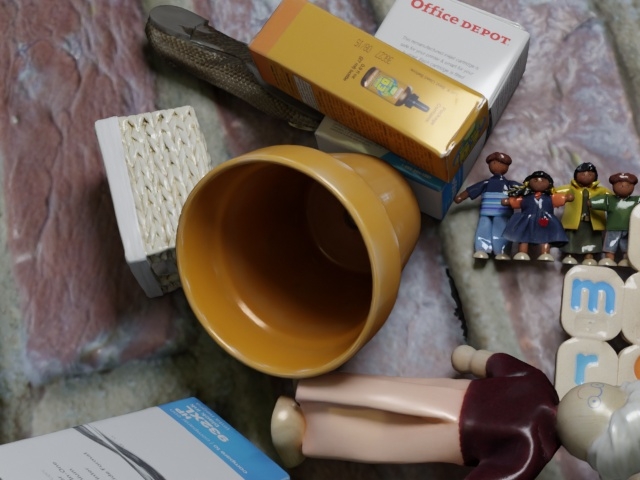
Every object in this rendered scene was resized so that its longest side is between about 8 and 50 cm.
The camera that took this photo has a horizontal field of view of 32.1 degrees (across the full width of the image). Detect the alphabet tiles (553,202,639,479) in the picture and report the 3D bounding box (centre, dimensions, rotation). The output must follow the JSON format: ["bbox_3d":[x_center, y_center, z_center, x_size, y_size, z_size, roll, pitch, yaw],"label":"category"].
[{"bbox_3d":[0.364,0.106,1.044,0.284,0.021,0.277,6,80,2],"label":"alphabet tiles"}]

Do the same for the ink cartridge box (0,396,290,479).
[{"bbox_3d":[-0.187,0.263,0.881,0.129,0.307,0.223,38,104,19],"label":"ink cartridge box"}]

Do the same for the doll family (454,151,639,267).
[{"bbox_3d":[0.232,-0.033,1.112,0.193,0.076,0.111,4,88,3],"label":"doll family"}]

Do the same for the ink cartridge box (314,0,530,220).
[{"bbox_3d":[0.109,-0.147,1.167,0.148,0.086,0.203,27,74,17],"label":"ink cartridge box"}]

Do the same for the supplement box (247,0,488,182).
[{"bbox_3d":[0.047,-0.149,1.089,0.233,0.080,0.078,32,77,20],"label":"supplement box"}]

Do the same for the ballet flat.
[{"bbox_3d":[-0.088,-0.181,1.225,0.250,0.058,0.084,28,38,11],"label":"ballet flat"}]

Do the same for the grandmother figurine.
[{"bbox_3d":[0.132,0.161,0.985,0.343,0.104,0.207,-1,47,19],"label":"grandmother figurine"}]

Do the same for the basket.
[{"bbox_3d":[-0.155,-0.043,1.141,0.103,0.113,0.167,-17,67,-3],"label":"basket"}]

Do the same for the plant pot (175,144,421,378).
[{"bbox_3d":[0.000,0.000,1.048,0.205,0.188,0.205,9,111,26],"label":"plant pot"}]
